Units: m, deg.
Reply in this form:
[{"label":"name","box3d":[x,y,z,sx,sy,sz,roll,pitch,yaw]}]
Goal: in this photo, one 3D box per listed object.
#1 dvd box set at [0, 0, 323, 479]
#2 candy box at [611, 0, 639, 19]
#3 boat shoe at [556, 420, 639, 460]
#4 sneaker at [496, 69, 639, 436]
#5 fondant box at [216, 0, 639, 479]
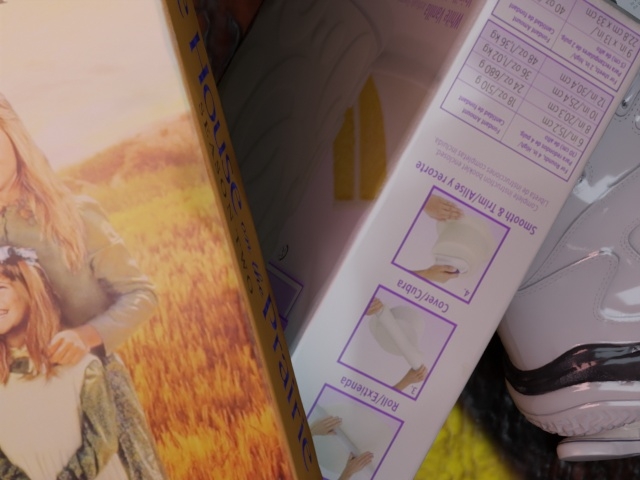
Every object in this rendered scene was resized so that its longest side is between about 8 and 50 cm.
[{"label":"dvd box set","box3d":[-0.184,-0.010,0.769,0.308,0.062,0.420,-11,107,8]},{"label":"candy box","box3d":[0.093,-0.210,0.987,0.070,0.165,0.196,-42,114,-9]},{"label":"boat shoe","box3d":[0.192,0.117,1.187,0.100,0.035,0.035,-5,78,-17]},{"label":"sneaker","box3d":[0.232,-0.062,1.095,0.366,0.137,0.210,-34,116,-7]},{"label":"fondant box","box3d":[0.000,0.000,0.963,0.096,0.238,0.330,27,92,-26]}]
